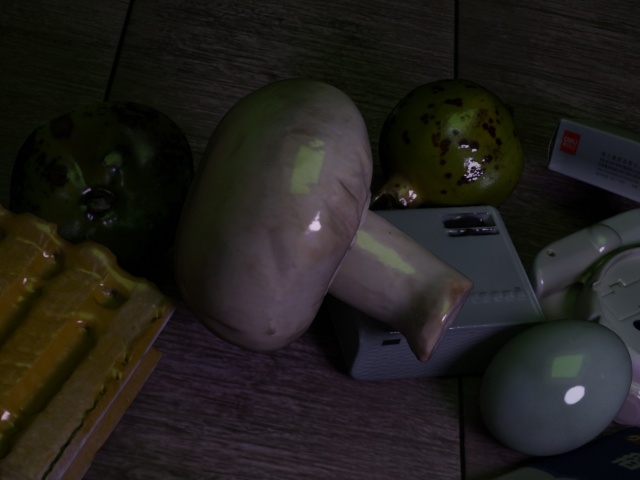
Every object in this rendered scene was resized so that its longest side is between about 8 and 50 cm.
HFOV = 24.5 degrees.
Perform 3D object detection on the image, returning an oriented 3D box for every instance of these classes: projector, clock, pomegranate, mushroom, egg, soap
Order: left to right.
[{"bbox_3d":[-0.352,0.131,1.578,0.293,0.156,0.335,26,45,3],"label":"soap"},{"bbox_3d":[-0.264,-0.086,1.776,0.222,0.204,0.277,-6,46,-4],"label":"pomegranate"},{"bbox_3d":[-0.035,-0.002,1.625,0.315,0.315,0.356,-12,58,-27],"label":"mushroom"},{"bbox_3d":[0.132,0.064,1.828,0.250,0.108,0.198,-4,50,-19],"label":"projector"},{"bbox_3d":[0.161,-0.092,1.946,0.198,0.198,0.246,22,90,0],"label":"pomegranate"},{"bbox_3d":[0.277,0.171,1.733,0.192,0.149,0.149,-32,60,-7],"label":"egg"},{"bbox_3d":[0.432,0.115,1.872,0.265,0.109,0.324,-21,58,-33],"label":"clock"}]

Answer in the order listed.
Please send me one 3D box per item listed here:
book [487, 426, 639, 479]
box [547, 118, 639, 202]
[{"bbox_3d":[0.281,0.307,1.576,0.428,0.039,0.300,-15,16,-29],"label":"book"},{"bbox_3d":[0.451,-0.096,2.001,0.135,0.079,0.269,2,17,-43],"label":"box"}]
